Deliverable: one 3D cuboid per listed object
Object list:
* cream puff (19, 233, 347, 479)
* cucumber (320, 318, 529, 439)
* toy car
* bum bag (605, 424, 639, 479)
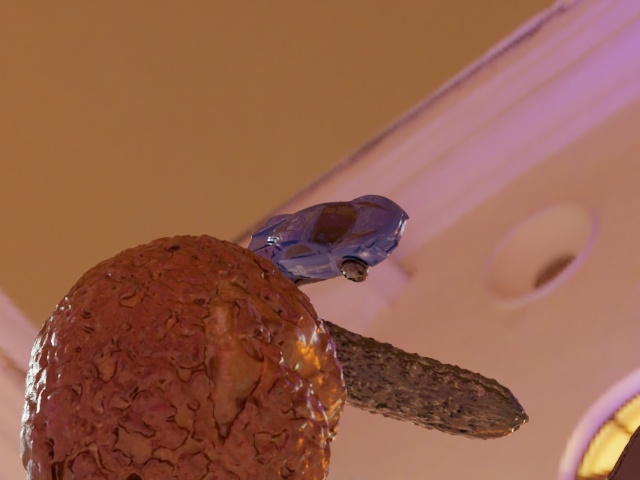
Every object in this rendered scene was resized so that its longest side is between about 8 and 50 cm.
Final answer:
[{"bbox_3d":[-0.091,0.135,1.291,0.212,0.303,0.303,-15,-55,25],"label":"cream puff"},{"bbox_3d":[0.075,0.160,1.938,0.359,0.096,0.096,17,-46,-6],"label":"cucumber"},{"bbox_3d":[0.000,0.000,1.771,0.216,0.103,0.063,-16,-52,41],"label":"toy car"},{"bbox_3d":[0.254,0.189,1.039,0.159,0.026,0.109,27,-53,11],"label":"bum bag"}]
